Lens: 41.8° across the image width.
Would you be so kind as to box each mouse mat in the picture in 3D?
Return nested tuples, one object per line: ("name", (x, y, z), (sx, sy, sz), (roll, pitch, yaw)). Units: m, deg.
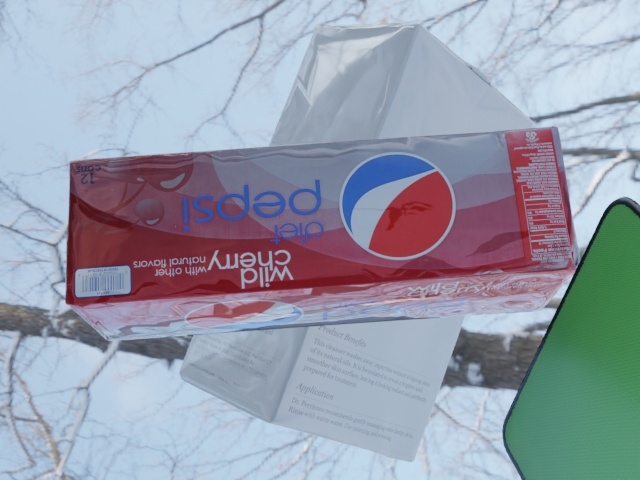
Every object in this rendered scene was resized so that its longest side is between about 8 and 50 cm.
("mouse mat", (0.134, 0.083, 0.344), (0.007, 0.189, 0.152), (11, -65, -16))

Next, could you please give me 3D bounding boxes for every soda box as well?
("soda box", (0.000, 0.000, 0.470), (0.092, 0.263, 0.083), (88, 178, -71))

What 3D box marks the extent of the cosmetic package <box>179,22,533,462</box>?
("cosmetic package", (0.044, 0.002, 0.838), (0.217, 0.156, 0.384), (29, -102, -42))
